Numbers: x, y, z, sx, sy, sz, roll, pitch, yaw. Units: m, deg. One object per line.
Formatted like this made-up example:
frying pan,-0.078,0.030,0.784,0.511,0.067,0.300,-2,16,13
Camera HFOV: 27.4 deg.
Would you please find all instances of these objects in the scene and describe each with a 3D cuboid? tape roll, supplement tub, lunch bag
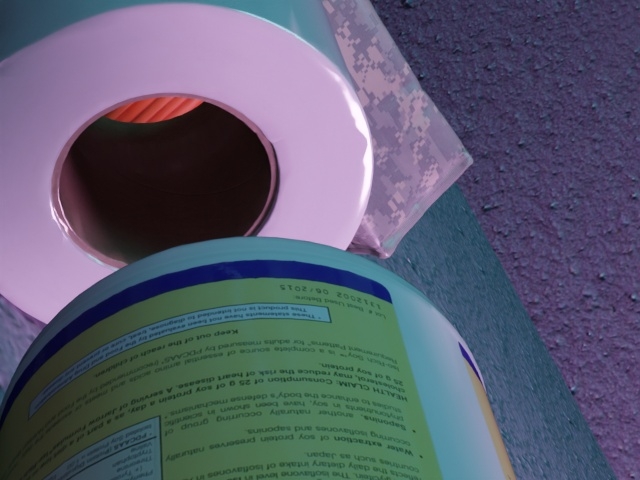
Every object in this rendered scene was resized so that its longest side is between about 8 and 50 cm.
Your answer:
tape roll,-0.102,-0.079,0.814,0.246,0.246,0.169,47,17,-36
supplement tub,-0.019,0.178,0.525,0.241,0.241,0.331,49,16,-31
lunch bag,-0.042,-0.120,1.242,0.287,0.169,0.235,8,-40,56

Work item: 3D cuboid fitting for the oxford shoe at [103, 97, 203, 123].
oxford shoe,-0.175,-0.178,1.052,0.364,0.130,0.133,49,9,-31
